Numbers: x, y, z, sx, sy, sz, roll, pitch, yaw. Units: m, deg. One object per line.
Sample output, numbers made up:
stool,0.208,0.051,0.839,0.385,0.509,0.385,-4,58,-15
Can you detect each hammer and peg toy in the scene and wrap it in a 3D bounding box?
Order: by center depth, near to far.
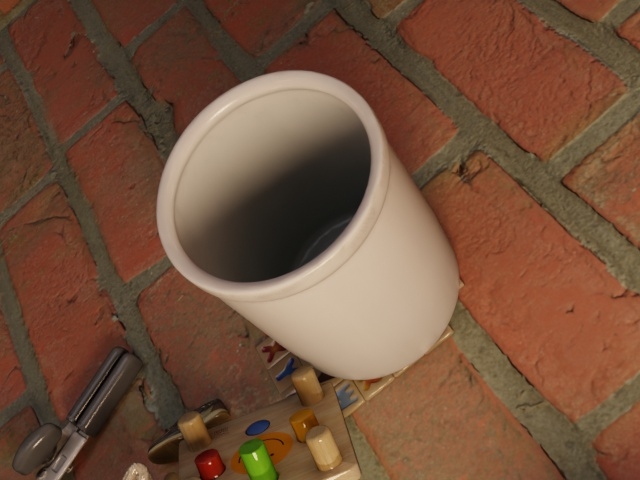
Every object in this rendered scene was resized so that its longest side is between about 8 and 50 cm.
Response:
hammer and peg toy,-0.132,0.322,1.407,0.361,0.127,0.266,-22,20,0

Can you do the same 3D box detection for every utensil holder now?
utensil holder,0.000,0.000,1.427,0.327,0.385,0.328,-11,60,20

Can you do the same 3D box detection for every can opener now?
can opener,-0.424,0.309,1.765,0.074,0.093,0.280,21,68,43

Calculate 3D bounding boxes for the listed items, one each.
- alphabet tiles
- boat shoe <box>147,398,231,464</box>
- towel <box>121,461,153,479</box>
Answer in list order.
alphabet tiles,0.056,0.124,1.608,0.342,0.011,0.285,-39,45,5
boat shoe,-0.217,0.314,1.639,0.152,0.056,0.049,-29,41,2
towel,-0.310,0.482,1.493,0.049,0.187,0.282,18,66,5
